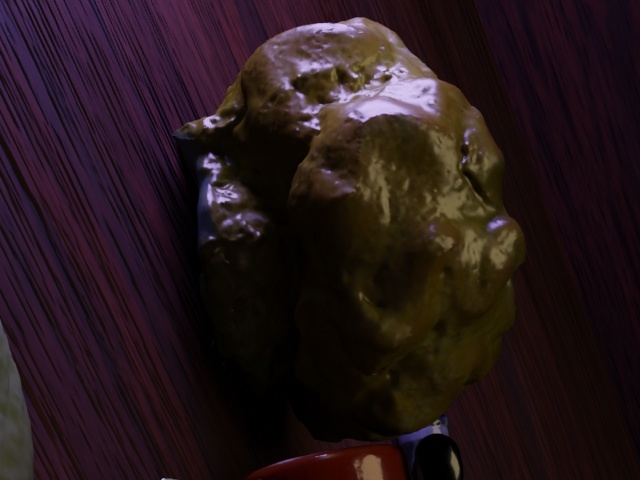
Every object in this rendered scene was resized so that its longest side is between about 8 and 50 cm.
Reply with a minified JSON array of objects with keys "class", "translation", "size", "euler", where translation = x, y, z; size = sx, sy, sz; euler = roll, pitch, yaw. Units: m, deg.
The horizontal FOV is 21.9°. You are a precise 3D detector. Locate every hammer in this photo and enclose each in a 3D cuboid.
[{"class":"hammer","translation":[0.080,0.173,1.182],"size":[0.427,0.044,0.152],"euler":[73,7,-74]}]

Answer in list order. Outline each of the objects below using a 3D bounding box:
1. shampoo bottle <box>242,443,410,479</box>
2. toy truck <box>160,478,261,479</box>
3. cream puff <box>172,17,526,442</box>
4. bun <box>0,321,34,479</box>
[{"class":"shampoo bottle","translation":[0.028,0.265,0.965],"size":[0.104,0.104,0.278],"euler":[29,46,-68]},{"class":"toy truck","translation":[-0.076,0.233,0.672],"size":[0.135,0.128,0.259],"euler":[15,58,-42]},{"class":"cream puff","translation":[0.000,0.002,1.056],"size":[0.282,0.185,0.282],"euler":[43,-38,46]},{"class":"bun","translation":[-0.174,0.061,0.487],"size":[0.221,0.108,0.221],"euler":[47,32,-42]}]
